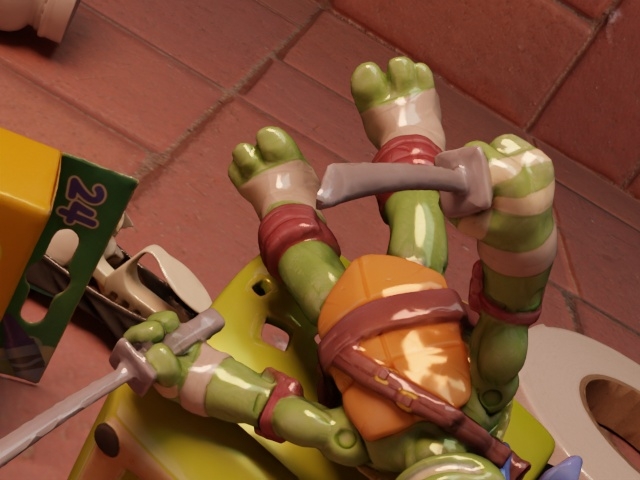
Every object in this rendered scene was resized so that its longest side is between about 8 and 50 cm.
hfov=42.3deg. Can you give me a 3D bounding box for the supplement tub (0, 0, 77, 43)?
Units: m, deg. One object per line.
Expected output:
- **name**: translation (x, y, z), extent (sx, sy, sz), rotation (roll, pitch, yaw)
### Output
- **supplement tub**: translation (-0.448, -0.413, 1.050), extent (0.324, 0.235, 0.235), rotation (23, 26, -19)

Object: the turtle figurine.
- **turtle figurine**: translation (0.000, 0.000, 0.383), extent (0.274, 0.198, 0.266), rotation (17, 34, -19)

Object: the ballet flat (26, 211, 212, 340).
- **ballet flat**: translation (-0.180, 0.026, 0.724), extent (0.280, 0.096, 0.095), rotation (34, 25, 4)

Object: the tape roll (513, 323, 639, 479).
- **tape roll**: translation (0.372, 0.257, 0.977), extent (0.391, 0.072, 0.392), rotation (26, 26, -14)

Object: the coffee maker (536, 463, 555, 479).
- **coffee maker**: translation (0.125, 0.236, 0.702), extent (0.178, 0.120, 0.171), rotation (18, 5, -31)

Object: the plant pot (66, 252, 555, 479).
- **plant pot**: translation (-0.030, 0.163, 0.508), extent (0.228, 0.227, 0.207), rotation (40, 32, 14)

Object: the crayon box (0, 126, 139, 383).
- **crayon box**: translation (-0.300, 0.002, 0.499), extent (0.322, 0.203, 0.083), rotation (21, 27, -23)
